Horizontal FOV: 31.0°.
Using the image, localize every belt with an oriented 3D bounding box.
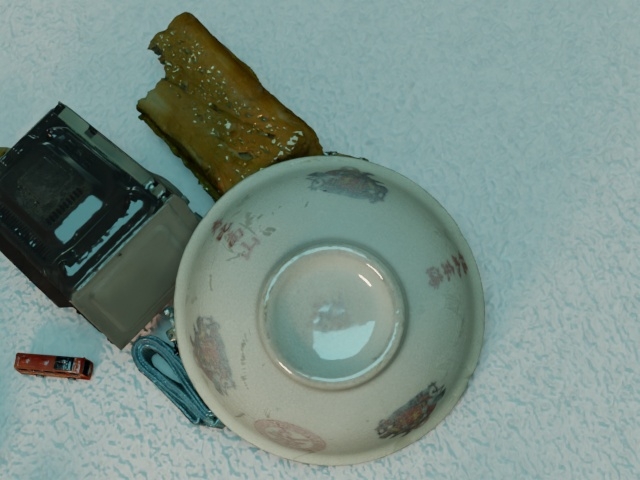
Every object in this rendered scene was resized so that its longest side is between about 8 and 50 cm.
[{"bbox_3d":[-0.187,0.190,1.646,0.100,0.065,0.179,-46,71,-1],"label":"belt"}]

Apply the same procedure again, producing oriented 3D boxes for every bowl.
[{"bbox_3d":[0.014,0.095,1.502,0.435,0.196,0.434,0,89,-1],"label":"bowl"}]

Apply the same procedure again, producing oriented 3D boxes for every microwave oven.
[{"bbox_3d":[-0.335,-0.029,1.655,0.237,0.181,0.295,-46,56,-11],"label":"microwave oven"}]

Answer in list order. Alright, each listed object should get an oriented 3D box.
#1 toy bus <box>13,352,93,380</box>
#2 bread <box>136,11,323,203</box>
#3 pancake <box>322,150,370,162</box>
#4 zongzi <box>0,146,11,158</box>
[{"bbox_3d":[-0.391,0.183,1.686,0.110,0.043,0.031,3,69,10],"label":"toy bus"},{"bbox_3d":[-0.159,-0.186,1.741,0.185,0.109,0.380,-44,56,2],"label":"bread"},{"bbox_3d":[0.000,0.000,1.695,0.282,0.049,0.282,-3,68,8],"label":"pancake"},{"bbox_3d":[-0.619,-0.013,1.753,0.300,0.145,0.273,-4,72,0],"label":"zongzi"}]
